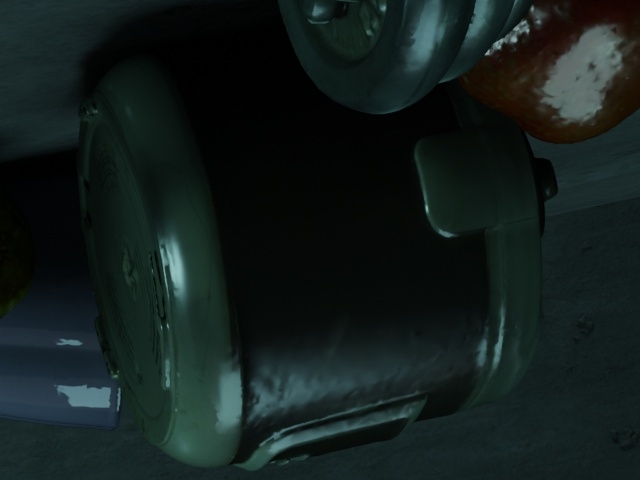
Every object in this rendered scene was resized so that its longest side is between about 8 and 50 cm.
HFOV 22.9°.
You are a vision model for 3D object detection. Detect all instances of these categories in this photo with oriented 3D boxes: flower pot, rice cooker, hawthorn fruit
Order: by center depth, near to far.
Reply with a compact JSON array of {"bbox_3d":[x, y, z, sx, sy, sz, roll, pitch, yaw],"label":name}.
[{"bbox_3d":[0.179,-0.159,1.010,0.162,0.163,0.203,-8,156,-33],"label":"hawthorn fruit"},{"bbox_3d":[0.000,0.000,1.201,0.325,0.335,0.335,-11,173,-19],"label":"rice cooker"},{"bbox_3d":[-0.309,0.052,1.508,0.243,0.265,0.265,3,170,-13],"label":"flower pot"}]

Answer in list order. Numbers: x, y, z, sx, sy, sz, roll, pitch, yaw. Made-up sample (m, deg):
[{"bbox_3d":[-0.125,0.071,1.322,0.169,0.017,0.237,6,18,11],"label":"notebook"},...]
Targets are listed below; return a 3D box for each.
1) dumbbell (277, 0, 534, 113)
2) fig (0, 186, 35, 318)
[{"bbox_3d":[0.145,-0.162,0.728,0.406,0.179,0.179,-10,173,-20],"label":"dumbbell"},{"bbox_3d":[-0.356,-0.006,1.323,0.233,0.167,0.167,26,177,7],"label":"fig"}]
